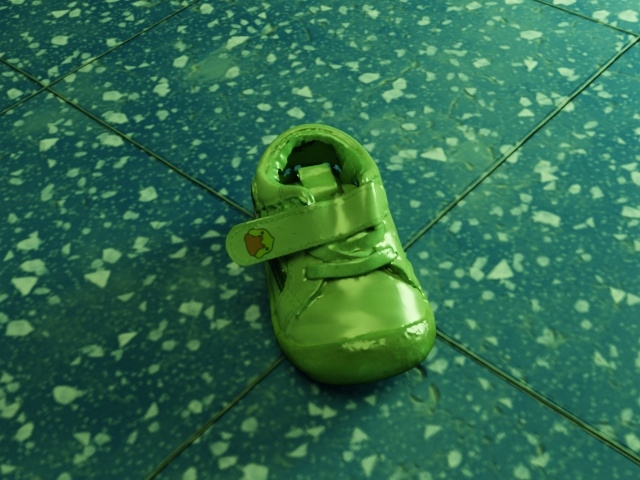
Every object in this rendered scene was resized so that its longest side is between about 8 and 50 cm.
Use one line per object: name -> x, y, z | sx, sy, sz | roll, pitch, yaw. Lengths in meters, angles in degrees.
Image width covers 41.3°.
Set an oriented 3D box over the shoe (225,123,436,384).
shoe -> 0.000, 0.006, 0.729 | 0.140, 0.128, 0.262 | -21, 43, 5
